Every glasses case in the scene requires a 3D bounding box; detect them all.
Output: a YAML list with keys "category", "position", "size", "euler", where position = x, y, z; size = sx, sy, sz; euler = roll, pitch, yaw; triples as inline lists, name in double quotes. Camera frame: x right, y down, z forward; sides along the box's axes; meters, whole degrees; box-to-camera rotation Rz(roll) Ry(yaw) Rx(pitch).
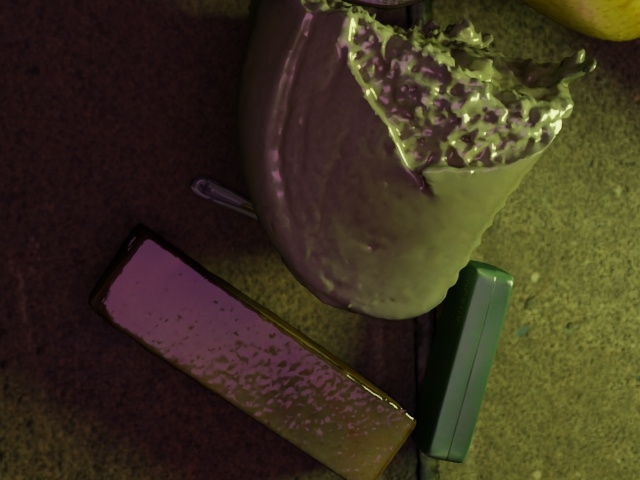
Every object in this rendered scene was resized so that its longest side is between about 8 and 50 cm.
- category: "glasses case"
  position: [0.132, 0.112, 1.221]
  size: [0.039, 0.078, 0.184]
  euler: [14, 95, -10]

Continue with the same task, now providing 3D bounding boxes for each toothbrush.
- category: "toothbrush"
  position: [0.000, 0.000, 1.202]
  size: [0.263, 0.026, 0.022]
  euler: [25, 86, -15]

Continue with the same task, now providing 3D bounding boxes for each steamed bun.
- category: "steamed bun"
  position: [0.033, -0.103, 1.078]
  size: [0.272, 0.290, 0.273]
  euler: [30, 99, -1]

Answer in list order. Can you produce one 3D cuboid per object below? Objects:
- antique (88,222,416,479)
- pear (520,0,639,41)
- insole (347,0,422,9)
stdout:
- category: "antique"
  position: [-0.063, 0.103, 1.169]
  size: [0.310, 0.093, 0.087]
  euler: [35, 90, -15]
- category: "pear"
  position: [0.220, -0.330, 1.082]
  size: [0.336, 0.285, 0.285]
  euler: [23, 93, -30]
- category: "insole"
  position: [0.003, -0.262, 1.174]
  size: [0.253, 0.005, 0.086]
  euler: [6, 97, -13]
